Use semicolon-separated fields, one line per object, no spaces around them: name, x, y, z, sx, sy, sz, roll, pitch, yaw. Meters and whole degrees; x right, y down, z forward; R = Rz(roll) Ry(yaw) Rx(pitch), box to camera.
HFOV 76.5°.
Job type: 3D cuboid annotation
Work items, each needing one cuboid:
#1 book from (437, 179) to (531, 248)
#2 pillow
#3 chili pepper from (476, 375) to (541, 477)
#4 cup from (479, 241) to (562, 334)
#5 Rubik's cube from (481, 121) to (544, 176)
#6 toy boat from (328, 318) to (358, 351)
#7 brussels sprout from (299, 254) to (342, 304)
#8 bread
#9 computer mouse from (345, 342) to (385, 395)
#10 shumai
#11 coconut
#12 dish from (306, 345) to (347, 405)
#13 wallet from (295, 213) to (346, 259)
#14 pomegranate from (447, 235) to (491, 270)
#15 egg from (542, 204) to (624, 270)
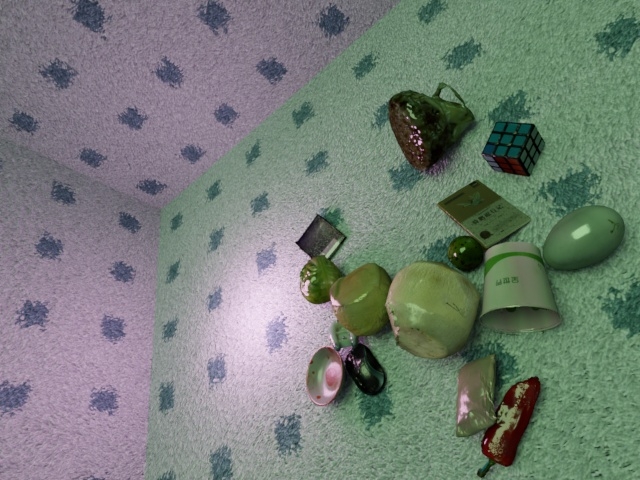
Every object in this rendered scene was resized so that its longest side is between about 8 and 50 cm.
book;0.664;-0.119;1.676;0.217;0.021;0.310;-31;47;-4
pillow;0.542;0.534;1.407;0.173;0.067;0.270;-41;20;43
chili pepper;0.614;0.614;1.332;0.110;0.110;0.387;24;86;46
cup;0.682;0.162;1.425;0.253;0.253;0.273;-17;52;35
Rubik's cube;0.787;-0.374;1.660;0.161;0.163;0.162;23;88;46
toy boat;0.102;0.420;1.854;0.134;0.078;0.207;-14;22;2
brussels sprout;-0.002;0.200;2.041;0.244;0.244;0.243;-20;56;33
bread;0.194;0.258;1.781;0.321;0.237;0.320;-35;24;18
computer mouse;0.182;0.555;1.758;0.137;0.096;0.233;-48;46;13
shumai;0.532;-0.542;1.893;0.348;0.395;0.395;-24;49;-1
coconut;0.418;0.244;1.546;0.347;0.346;0.360;-1;48;42
dish;0.043;0.615;1.841;0.260;0.085;0.260;-33;46;42
wallet;0.000;0.000;2.244;0.221;0.071;0.262;-51;48;2
pomegranate;0.595;0.042;1.638;0.169;0.122;0.143;-32;48;27
egg;0.876;-0.004;1.367;0.264;0.183;0.182;-44;46;21
